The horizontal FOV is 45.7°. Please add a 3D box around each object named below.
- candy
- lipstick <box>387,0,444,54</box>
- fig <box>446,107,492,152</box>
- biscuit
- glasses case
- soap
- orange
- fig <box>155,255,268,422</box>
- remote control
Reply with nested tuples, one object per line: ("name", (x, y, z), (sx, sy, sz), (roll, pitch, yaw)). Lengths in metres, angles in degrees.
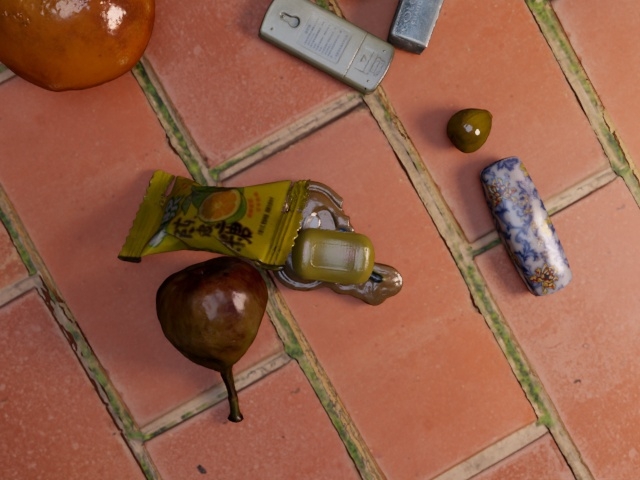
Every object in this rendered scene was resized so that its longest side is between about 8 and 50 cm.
("candy", (-0.172, -0.033, 1.243), (0.297, 0.081, 0.187), (6, 58, 18))
("lipstick", (0.193, -0.466, 1.304), (0.077, 0.076, 0.290), (20, 89, -4))
("fig", (0.261, -0.195, 1.312), (0.088, 0.074, 0.074), (-39, 92, -17))
("biscuit", (-0.002, 0.009, 1.317), (0.319, 0.047, 0.183), (37, 92, -3))
("glasses case", (0.354, -0.024, 1.318), (0.086, 0.065, 0.248), (-26, 92, 0))
("soap", (0.021, 0.027, 1.273), (0.140, 0.045, 0.089), (7, 88, -3))
("orange", (-0.406, -0.379, 1.210), (0.283, 0.226, 0.284), (0, 86, 1))
("fig", (-0.186, 0.168, 1.252), (0.190, 0.191, 0.290), (13, 103, -2))
("remote control", (0.011, -0.344, 1.317), (0.233, 0.038, 0.098), (28, 89, -1))
